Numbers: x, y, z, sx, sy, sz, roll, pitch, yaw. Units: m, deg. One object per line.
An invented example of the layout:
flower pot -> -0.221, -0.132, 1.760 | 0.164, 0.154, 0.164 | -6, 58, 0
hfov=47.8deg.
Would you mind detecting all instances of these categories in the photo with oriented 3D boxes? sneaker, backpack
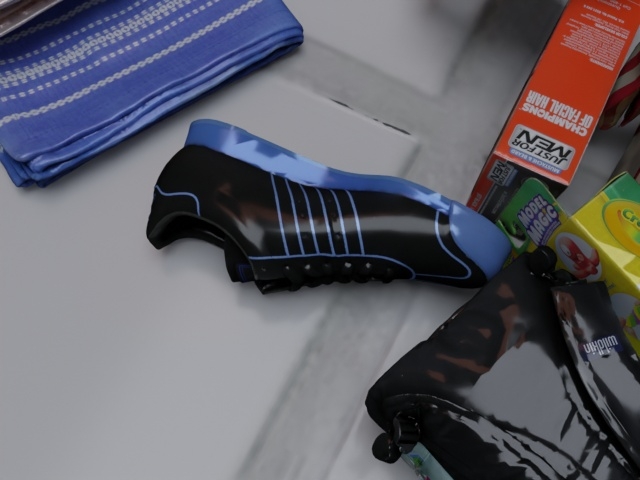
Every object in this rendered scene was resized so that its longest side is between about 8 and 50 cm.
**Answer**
sneaker -> 0.000, 0.000, 0.469 | 0.232, 0.081, 0.090 | 19, 72, 12
backpack -> 0.133, 0.115, 0.406 | 0.152, 0.115, 0.182 | -43, 73, 0

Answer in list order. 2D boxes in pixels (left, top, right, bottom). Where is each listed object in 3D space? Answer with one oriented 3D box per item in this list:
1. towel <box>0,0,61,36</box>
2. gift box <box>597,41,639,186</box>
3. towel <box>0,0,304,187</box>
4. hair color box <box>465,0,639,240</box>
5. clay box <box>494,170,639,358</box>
towel -> -0.309, -0.269, 0.535 | 0.317, 0.053, 0.332 | -35, 73, -18
gift box -> 0.327, -0.085, 0.423 | 0.258, 0.255, 0.276 | 31, 77, 7
towel -> -0.198, -0.221, 0.562 | 0.243, 0.040, 0.336 | -32, 74, -14
hair color box -> 0.163, -0.094, 0.499 | 0.053, 0.093, 0.167 | 26, 70, 8
clay box -> 0.195, 0.056, 0.426 | 0.053, 0.127, 0.222 | -34, 75, -15
